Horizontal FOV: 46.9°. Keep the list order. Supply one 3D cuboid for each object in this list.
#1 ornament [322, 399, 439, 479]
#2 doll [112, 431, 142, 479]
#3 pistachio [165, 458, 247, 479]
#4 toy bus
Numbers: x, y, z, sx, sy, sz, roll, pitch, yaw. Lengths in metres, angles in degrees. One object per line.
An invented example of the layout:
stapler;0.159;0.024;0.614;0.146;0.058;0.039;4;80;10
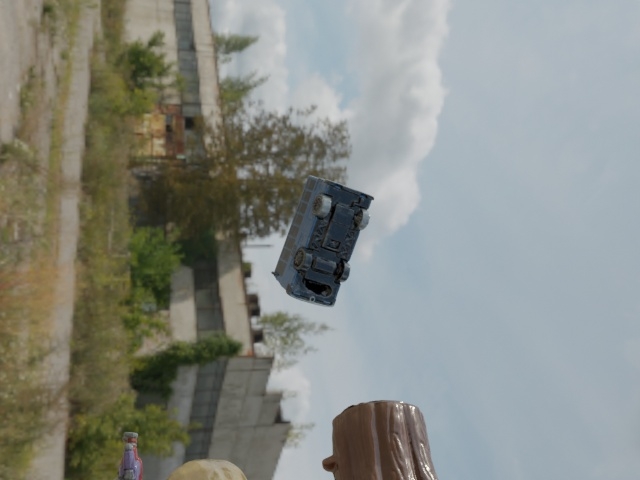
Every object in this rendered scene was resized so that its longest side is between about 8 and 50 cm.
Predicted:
ornament;0.124;0.429;1.371;0.221;0.235;0.218;46;31;-48
doll;-0.330;0.443;1.248;0.102;0.075;0.228;120;-27;-59
pistachio;-0.168;0.443;1.146;0.229;0.157;0.157;-130;-138;-51
toy bus;0.000;0.000;1.449;0.133;0.116;0.234;28;-82;62
